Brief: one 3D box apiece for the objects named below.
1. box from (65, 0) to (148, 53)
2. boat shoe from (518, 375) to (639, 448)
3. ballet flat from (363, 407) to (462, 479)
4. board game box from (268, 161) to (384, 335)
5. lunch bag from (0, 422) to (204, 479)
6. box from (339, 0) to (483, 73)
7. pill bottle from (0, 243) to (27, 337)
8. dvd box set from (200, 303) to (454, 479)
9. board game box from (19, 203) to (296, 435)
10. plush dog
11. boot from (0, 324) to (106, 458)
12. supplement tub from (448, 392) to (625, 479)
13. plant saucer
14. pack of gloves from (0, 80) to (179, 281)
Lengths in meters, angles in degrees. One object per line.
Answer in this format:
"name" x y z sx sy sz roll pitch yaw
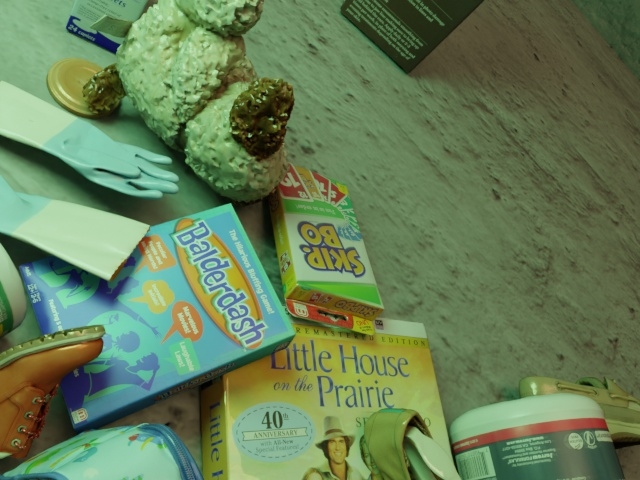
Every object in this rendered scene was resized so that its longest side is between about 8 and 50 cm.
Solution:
"box" -0.244 -0.327 0.716 0.072 0.137 0.126 24 51 -27
"boat shoe" 0.452 0.268 0.917 0.341 0.122 0.110 13 58 -31
"ballet flat" 0.126 0.278 0.597 0.080 0.073 0.232 -31 86 -45
"board game box" 0.000 0.000 0.736 0.124 0.039 0.259 18 40 -29
"lunch bag" -0.141 0.222 0.399 0.090 0.219 0.175 -17 83 -42
"box" 0.228 -0.509 1.033 0.191 0.381 0.143 39 46 -13
"pill bottle" -0.337 0.068 0.412 0.117 0.118 0.208 52 44 -1
"dvd box set" 0.027 0.279 0.613 0.308 0.062 0.419 13 57 -33
"board game box" -0.152 0.066 0.557 0.210 0.047 0.160 -20 69 -26
"plush dog" -0.124 -0.145 0.663 0.211 0.262 0.225 -37 81 -16
"boot" -0.231 0.123 0.460 0.084 0.158 0.059 64 6 4
"supplement tub" 0.270 0.334 0.681 0.191 0.191 0.272 12 57 -33
"plant saucer" -0.279 -0.183 0.688 0.084 0.013 0.083 20 53 -29
"pack of gloves" -0.270 -0.057 0.575 0.232 0.046 0.195 24 38 -3
